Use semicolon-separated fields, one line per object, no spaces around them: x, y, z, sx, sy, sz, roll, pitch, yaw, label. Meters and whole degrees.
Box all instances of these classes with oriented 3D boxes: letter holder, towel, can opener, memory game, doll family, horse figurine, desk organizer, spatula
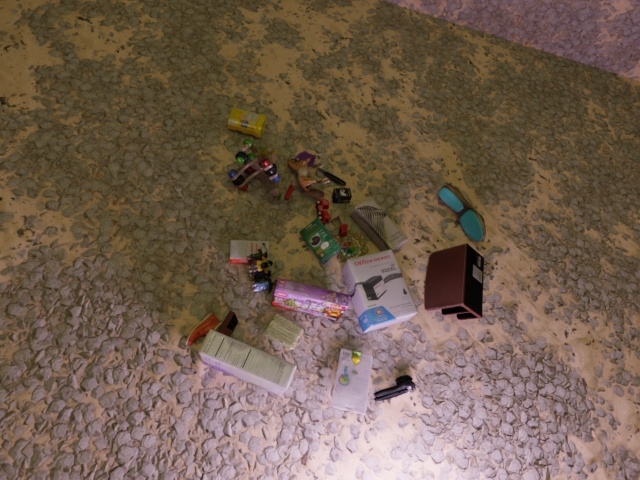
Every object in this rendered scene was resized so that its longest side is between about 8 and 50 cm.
0.605;0.197;1.960;0.152;0.214;0.301;33;56;-31;letter holder
-0.153;0.371;1.766;0.148;0.027;0.110;27;61;4;towel
0.299;0.606;1.735;0.186;0.073;0.059;-19;108;-17;can opener
0.135;0.030;2.006;0.186;0.012;0.186;5;63;-9;memory game
-0.243;0.133;1.826;0.112;0.076;0.192;-12;109;-12;doll family
-0.056;-0.319;2.083;0.175;0.066;0.263;-14;64;-2;horse figurine
-0.366;0.342;1.700;0.050;0.047;0.130;27;39;-2;desk organizer
0.006;-0.358;2.164;0.297;0.030;0.084;35;60;7;spatula

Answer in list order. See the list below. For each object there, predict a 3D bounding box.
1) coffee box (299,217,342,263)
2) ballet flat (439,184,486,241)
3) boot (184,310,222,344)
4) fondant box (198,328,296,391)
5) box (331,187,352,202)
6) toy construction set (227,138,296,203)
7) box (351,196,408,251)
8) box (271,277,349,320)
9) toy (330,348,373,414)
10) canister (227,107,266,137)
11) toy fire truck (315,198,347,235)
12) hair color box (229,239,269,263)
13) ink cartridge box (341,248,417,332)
0.000;0.000;1.952;0.113;0.040;0.184;-39;74;5;coffee box
0.739;-0.148;2.183;0.124;0.116;0.342;-18;63;-40;ballet flat
-0.459;0.359;1.692;0.085;0.059;0.158;39;61;3;boot
-0.269;0.455;1.580;0.331;0.238;0.096;24;63;1;fondant box
0.103;-0.218;2.096;0.083;0.062;0.052;-2;63;-12;box
-0.248;-0.344;2.019;0.309;0.257;0.237;35;47;-16;toy construction set
0.276;-0.063;2.036;0.113;0.094;0.275;-34;74;-24;box
-0.047;0.244;1.754;0.294;0.201;0.057;14;62;-4;box
0.124;0.561;1.713;0.137;0.056;0.237;14;57;0;toy
-0.372;-0.599;2.183;0.170;0.073;0.126;15;62;-3;canister
0.052;-0.112;2.033;0.135;0.047;0.191;-2;61;-9;toy fire truck
-0.309;0.051;1.880;0.167;0.053;0.093;2;63;-10;hair color box
0.249;0.215;1.871;0.223;0.129;0.307;-12;67;-17;ink cartridge box
